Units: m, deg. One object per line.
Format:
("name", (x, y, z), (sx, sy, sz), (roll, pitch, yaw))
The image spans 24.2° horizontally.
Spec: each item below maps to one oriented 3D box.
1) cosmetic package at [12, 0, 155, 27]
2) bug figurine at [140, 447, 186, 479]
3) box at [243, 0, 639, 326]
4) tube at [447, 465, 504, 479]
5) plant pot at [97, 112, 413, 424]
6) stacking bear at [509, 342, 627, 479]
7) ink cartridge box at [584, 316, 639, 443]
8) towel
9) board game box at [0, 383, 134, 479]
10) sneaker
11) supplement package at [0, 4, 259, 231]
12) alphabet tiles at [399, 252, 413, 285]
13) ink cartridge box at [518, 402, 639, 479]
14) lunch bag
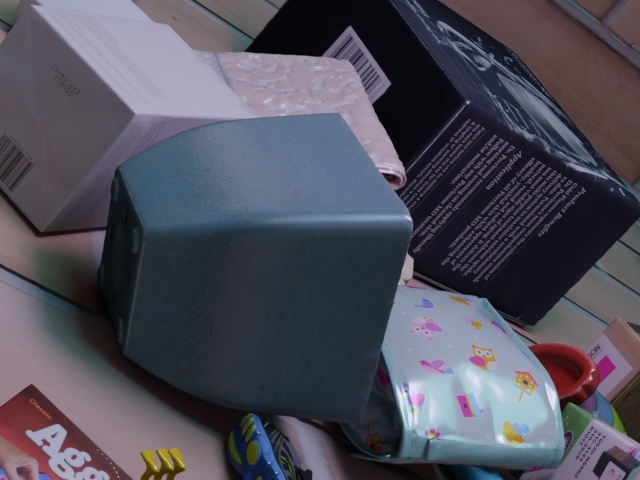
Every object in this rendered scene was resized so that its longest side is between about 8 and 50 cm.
("cosmetic package", (-0.274, -0.246, 1.933), (0.231, 0.085, 0.117), (44, 50, 9))
("bug figurine", (-0.115, 0.292, 1.151), (0.216, 0.072, 0.279), (9, 41, -47))
("box", (0.187, -0.169, 2.419), (0.472, 0.297, 0.480), (26, 24, -42))
("tube", (0.184, 0.277, 1.813), (0.080, 0.052, 0.207), (37, 12, -40))
("plant pot", (-0.086, 0.021, 1.519), (0.252, 0.247, 0.248), (2, 29, -22))
("stacking bear", (0.327, 0.281, 1.886), (0.289, 0.175, 0.164), (51, 2, -23))
("ink cartridge box", (0.398, 0.228, 2.043), (0.193, 0.234, 0.088), (22, 26, -47))
("towel", (-0.068, -0.175, 2.071), (0.317, 0.053, 0.332), (3, 34, -16))
("board game box", (-0.150, 0.233, 1.082), (0.281, 0.027, 0.145), (42, 26, 3))
("sneaker", (-0.037, 0.236, 1.432), (0.078, 0.067, 0.188), (25, 21, -26))
("supplement package", (-0.236, -0.133, 1.678), (0.177, 0.175, 0.293), (46, 19, 15))
("alphabet tiles", (0.000, 0.000, 1.999), (0.284, 0.021, 0.278), (28, 36, -15))
("ink cartridge box", (0.315, 0.321, 1.602), (0.117, 0.201, 0.278), (32, 1, -21))
("lunch bag", (0.131, 0.172, 1.697), (0.223, 0.160, 0.262), (9, 28, -28))
